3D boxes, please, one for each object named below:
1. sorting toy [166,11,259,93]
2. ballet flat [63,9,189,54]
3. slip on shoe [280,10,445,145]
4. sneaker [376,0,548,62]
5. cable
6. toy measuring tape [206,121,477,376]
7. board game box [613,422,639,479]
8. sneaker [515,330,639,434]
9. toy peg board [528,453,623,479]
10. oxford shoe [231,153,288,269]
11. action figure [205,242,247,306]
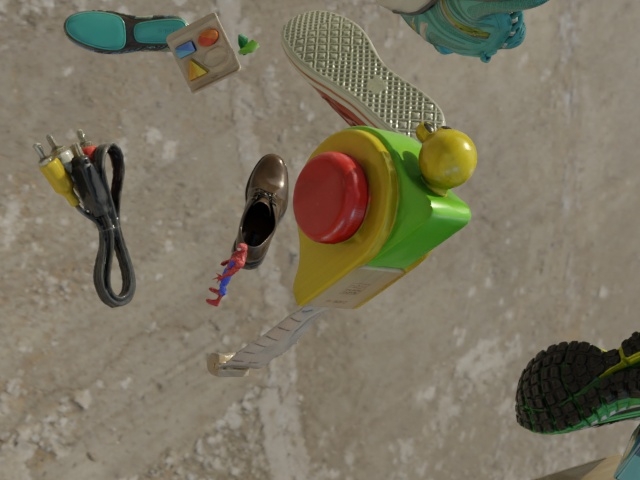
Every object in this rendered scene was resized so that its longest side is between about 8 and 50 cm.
[{"bbox_3d":[-0.101,-0.184,0.873,0.062,0.083,0.012,66,18,-6],"label":"sorting toy"},{"bbox_3d":[-0.293,-0.313,1.398,0.188,0.070,0.070,3,99,-10],"label":"ballet flat"},{"bbox_3d":[0.053,-0.220,1.336,0.123,0.331,0.101,-34,152,-19],"label":"slip on shoe"},{"bbox_3d":[0.144,-0.213,0.790,0.107,0.275,0.110,-44,106,-4],"label":"sneaker"},{"bbox_3d":[-0.351,-0.040,1.454,0.139,0.072,0.287,-32,110,-51],"label":"cable"},{"bbox_3d":[0.000,0.000,0.745,0.121,0.330,0.121,24,47,-28],"label":"toy measuring tape"},{"bbox_3d":[0.507,0.250,0.943,0.079,0.336,0.254,-51,160,-32],"label":"board game box"},{"bbox_3d":[0.429,0.216,1.298,0.146,0.343,0.134,33,52,-36],"label":"sneaker"},{"bbox_3d":[0.366,0.402,1.305,0.161,0.079,0.161,-13,81,-11],"label":"toy peg board"},{"bbox_3d":[-0.096,-0.065,1.636,0.096,0.083,0.227,118,-17,-62],"label":"oxford shoe"},{"bbox_3d":[-0.127,0.043,1.256,0.030,0.115,0.038,29,38,-11],"label":"action figure"}]
